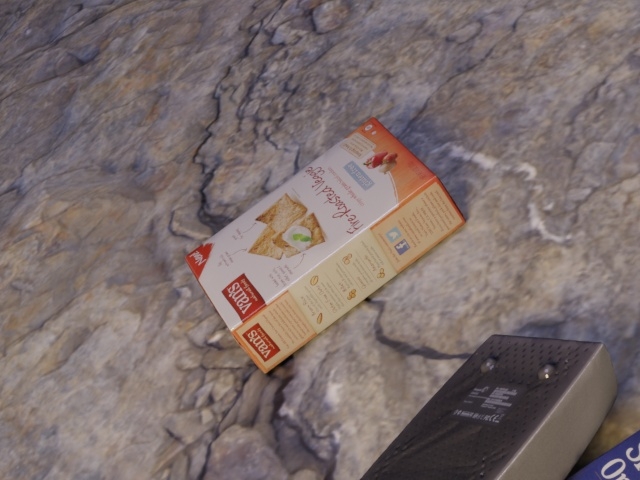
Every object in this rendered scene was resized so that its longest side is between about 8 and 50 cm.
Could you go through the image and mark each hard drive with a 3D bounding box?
[{"bbox_3d":[0.096,0.174,1.110,0.254,0.054,0.172,-47,16,-18],"label":"hard drive"}]

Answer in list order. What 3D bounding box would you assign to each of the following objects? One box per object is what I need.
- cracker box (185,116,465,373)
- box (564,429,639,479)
[{"bbox_3d":[0.000,0.000,1.441,0.232,0.067,0.155,-38,33,-2],"label":"cracker box"},{"bbox_3d":[0.238,0.180,1.033,0.225,0.036,0.136,-34,33,2],"label":"box"}]
